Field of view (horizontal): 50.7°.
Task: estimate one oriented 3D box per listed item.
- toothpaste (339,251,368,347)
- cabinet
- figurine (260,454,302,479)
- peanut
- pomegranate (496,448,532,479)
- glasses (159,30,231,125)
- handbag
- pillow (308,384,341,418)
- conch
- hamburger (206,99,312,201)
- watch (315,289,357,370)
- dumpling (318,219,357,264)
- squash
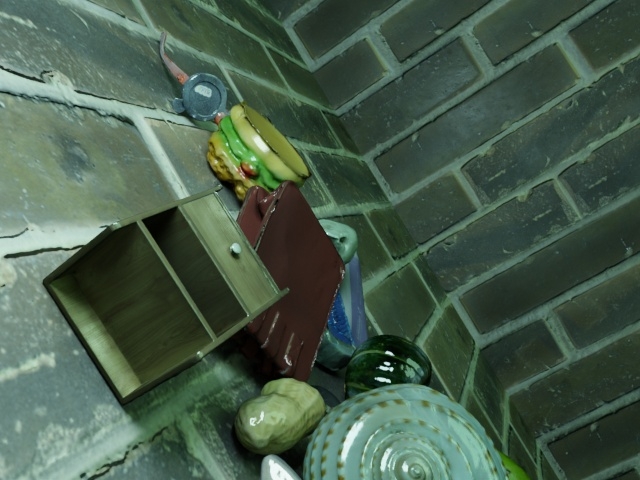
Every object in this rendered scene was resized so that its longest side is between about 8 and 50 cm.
[{"bbox_3d":[0.070,0.148,1.620,0.125,0.080,0.371,46,25,-38],"label":"toothpaste"},{"bbox_3d":[-0.175,0.054,0.827,0.175,0.148,0.215,58,29,-1],"label":"cabinet"},{"bbox_3d":[0.045,0.392,0.715,0.361,0.266,0.377,33,28,-53],"label":"figurine"},{"bbox_3d":[-0.058,0.256,0.991,0.214,0.090,0.098,1,70,-72],"label":"peanut"},{"bbox_3d":[0.243,0.488,1.210,0.341,0.260,0.260,19,35,-27],"label":"pomegranate"},{"bbox_3d":[-0.279,-0.335,1.549,0.268,0.118,0.234,45,6,39],"label":"glasses"},{"bbox_3d":[-0.064,0.071,1.103,0.260,0.084,0.275,58,39,-43],"label":"handbag"},{"bbox_3d":[0.031,0.324,1.205,0.150,0.048,0.090,53,15,-12],"label":"pillow"},{"bbox_3d":[0.110,0.320,1.012,0.319,0.303,0.215,-178,-106,-73],"label":"conch"},{"bbox_3d":[-0.143,-0.167,1.435,0.237,0.149,0.237,47,12,-13],"label":"hamburger"},{"bbox_3d":[0.001,0.151,1.440,0.276,0.068,0.274,30,27,-59],"label":"watch"},{"bbox_3d":[0.005,0.014,1.465,0.219,0.153,0.108,61,28,-73],"label":"dumpling"},{"bbox_3d":[0.131,0.288,1.304,0.218,0.172,0.218,-2,90,-89],"label":"squash"}]
